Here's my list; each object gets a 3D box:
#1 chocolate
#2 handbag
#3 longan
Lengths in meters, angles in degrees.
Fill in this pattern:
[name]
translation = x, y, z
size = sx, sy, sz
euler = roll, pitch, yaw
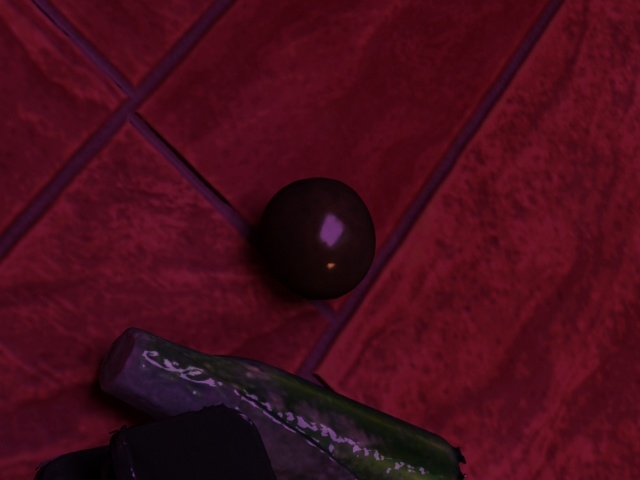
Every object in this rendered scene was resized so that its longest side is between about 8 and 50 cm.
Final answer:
[chocolate]
translation = -0.033, 0.148, 1.434
size = 0.291, 0.110, 0.110
euler = 27, 54, -22
[handbag]
translation = -0.069, 0.243, 1.251
size = 0.260, 0.079, 0.247
euler = 64, 16, 9
[longan]
translation = 0.000, 0.000, 1.541
size = 0.119, 0.106, 0.106
euler = 56, 28, -61
